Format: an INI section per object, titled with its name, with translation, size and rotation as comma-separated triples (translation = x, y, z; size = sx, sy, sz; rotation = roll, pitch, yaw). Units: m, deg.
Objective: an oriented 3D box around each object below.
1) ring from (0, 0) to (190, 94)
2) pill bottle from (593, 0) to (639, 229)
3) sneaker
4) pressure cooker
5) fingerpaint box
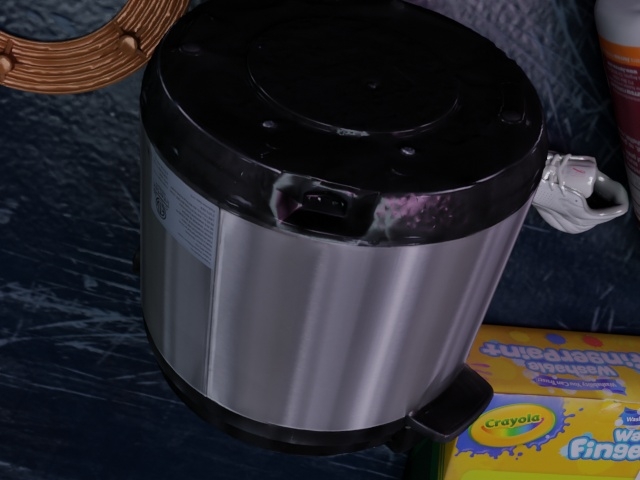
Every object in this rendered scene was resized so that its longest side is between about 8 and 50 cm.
[ring]
translation = -0.294, -0.309, 0.827
size = 0.336, 0.032, 0.337
rotation = -2, 118, -3
[pill bottle]
translation = 0.452, -0.110, 0.892
size = 0.224, 0.224, 0.392
rotation = -21, 118, 6
[sneaker]
translation = 0.264, -0.080, 0.943
size = 0.232, 0.115, 0.090
rotation = 17, 77, -20
[pressure cooker]
translation = -0.005, 0.001, 0.819
size = 0.375, 0.370, 0.421
rotation = 4, 131, -8
[fingerpaint box]
translation = 0.363, 0.320, 1.148
size = 0.444, 0.163, 0.371
rotation = 4, 118, -8
